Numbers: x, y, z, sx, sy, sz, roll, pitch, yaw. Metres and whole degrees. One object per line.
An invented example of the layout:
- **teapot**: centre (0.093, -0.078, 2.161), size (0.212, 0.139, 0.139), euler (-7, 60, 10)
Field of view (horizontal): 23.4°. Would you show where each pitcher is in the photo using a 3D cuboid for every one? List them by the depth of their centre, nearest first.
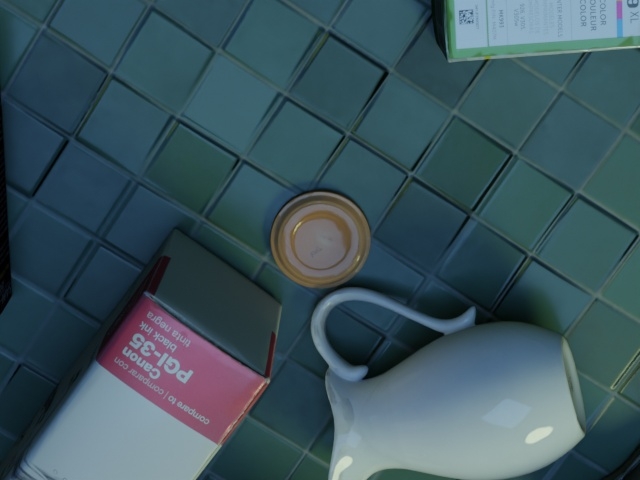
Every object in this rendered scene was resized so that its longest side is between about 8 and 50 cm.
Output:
- **pitcher**: centre (0.100, 0.112, 1.259), size (0.207, 0.125, 0.178), euler (-13, 90, 15)

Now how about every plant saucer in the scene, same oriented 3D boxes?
- **plant saucer**: centre (0.000, 0.000, 1.274), size (0.083, 0.013, 0.083), euler (0, 105, 1)

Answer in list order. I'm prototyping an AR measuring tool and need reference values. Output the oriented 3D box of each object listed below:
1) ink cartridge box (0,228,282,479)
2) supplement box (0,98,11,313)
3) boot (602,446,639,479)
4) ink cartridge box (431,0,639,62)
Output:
- **ink cartridge box**: centre (-0.159, 0.153, 1.214), size (0.117, 0.207, 0.283), euler (36, 102, -8)
- **supplement box**: centre (-0.321, -0.057, 1.228), size (0.130, 0.073, 0.239), euler (-1, 106, 0)
- **boot**: centre (0.277, 0.247, 1.240), size (0.189, 0.208, 0.076), euler (-41, 102, 10)
- **ink cartridge box**: centre (0.193, -0.180, 1.177), size (0.209, 0.109, 0.062), euler (-5, 105, 1)
